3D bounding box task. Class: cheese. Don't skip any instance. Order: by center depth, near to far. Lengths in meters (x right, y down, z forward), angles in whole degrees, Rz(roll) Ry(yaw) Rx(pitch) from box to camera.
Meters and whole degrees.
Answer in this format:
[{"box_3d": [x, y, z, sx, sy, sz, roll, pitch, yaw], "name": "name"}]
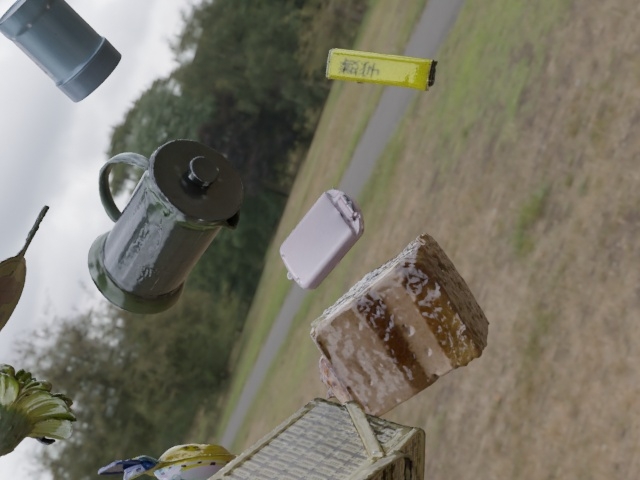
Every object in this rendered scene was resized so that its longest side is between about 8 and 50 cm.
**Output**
[{"box_3d": [-0.245, 0.374, 1.778, 0.156, 0.250, 0.064, -34, 58, 45], "name": "cheese"}]

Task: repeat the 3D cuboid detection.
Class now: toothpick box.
[{"box_3d": [-0.373, -0.285, 1.536, 0.101, 0.153, 0.101, -35, 26, 20], "name": "toothpick box"}]

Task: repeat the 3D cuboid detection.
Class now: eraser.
[{"box_3d": [0.127, -0.360, 2.261, 0.158, 0.226, 0.069, -52, -31, -75], "name": "eraser"}]

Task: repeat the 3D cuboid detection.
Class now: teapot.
[{"box_3d": [-0.303, -0.052, 2.004, 0.200, 0.270, 0.337, -39, -8, -48], "name": "teapot"}]

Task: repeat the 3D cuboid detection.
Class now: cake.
[{"box_3d": [0.105, 0.148, 1.721, 0.293, 0.199, 0.196, -34, 7, 17], "name": "cake"}]

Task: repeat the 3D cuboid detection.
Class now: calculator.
[{"box_3d": [0.000, 0.000, 1.697, 0.175, 0.032, 0.100, -50, 55, 24], "name": "calculator"}]

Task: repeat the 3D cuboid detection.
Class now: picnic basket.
[{"box_3d": [-0.002, 0.349, 1.263, 0.313, 0.175, 0.228, -29, -55, -53], "name": "picnic basket"}]

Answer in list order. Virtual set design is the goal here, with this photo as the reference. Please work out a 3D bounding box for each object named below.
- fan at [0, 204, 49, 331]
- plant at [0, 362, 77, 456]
[{"box_3d": [-0.571, 0.084, 1.926, 0.335, 0.011, 0.229, -62, -7, -1], "name": "fan"}, {"box_3d": [-0.680, 0.417, 2.363, 0.305, 0.261, 0.297, -31, 63, 22], "name": "plant"}]
